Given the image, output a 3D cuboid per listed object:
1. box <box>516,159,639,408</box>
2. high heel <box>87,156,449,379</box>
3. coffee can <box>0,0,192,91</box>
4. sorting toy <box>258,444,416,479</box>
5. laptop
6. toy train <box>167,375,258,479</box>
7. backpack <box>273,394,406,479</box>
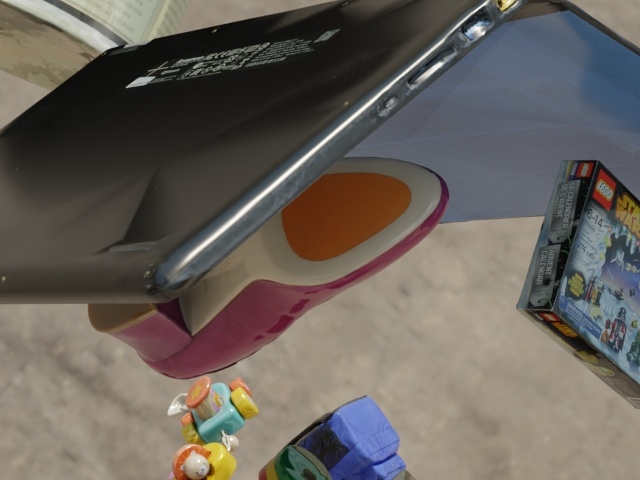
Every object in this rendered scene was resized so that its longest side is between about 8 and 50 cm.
[{"bbox_3d":[0.168,0.027,1.060,0.137,0.027,0.094,37,63,-42],"label":"box"},{"bbox_3d":[-0.014,0.024,1.127,0.117,0.244,0.082,31,38,-53],"label":"high heel"},{"bbox_3d":[-0.155,-0.257,1.301,0.201,0.201,0.275,27,78,-22],"label":"coffee can"},{"bbox_3d":[0.069,0.237,1.206,0.274,0.046,0.132,49,24,5],"label":"sorting toy"},{"bbox_3d":[0.000,0.000,1.025,0.408,0.382,0.236,-41,112,-32],"label":"laptop"},{"bbox_3d":[-0.116,0.161,1.411,0.046,0.125,0.166,52,44,-30],"label":"toy train"},{"bbox_3d":[0.011,0.223,1.801,0.101,0.120,0.098,56,23,15],"label":"backpack"}]
